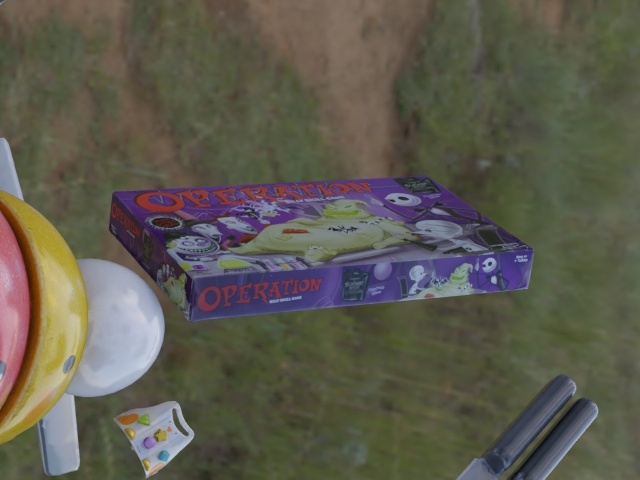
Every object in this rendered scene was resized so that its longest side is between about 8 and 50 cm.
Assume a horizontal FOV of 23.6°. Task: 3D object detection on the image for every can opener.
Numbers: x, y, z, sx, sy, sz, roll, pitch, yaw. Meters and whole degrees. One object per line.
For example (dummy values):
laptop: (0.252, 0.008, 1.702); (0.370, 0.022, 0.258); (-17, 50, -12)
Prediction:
can opener: (0.207, 0.264, 1.739); (0.283, 0.076, 0.095); (-40, 175, -38)

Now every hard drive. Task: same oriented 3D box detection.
hard drive: (-0.314, 0.071, 1.641); (0.203, 0.040, 0.307); (99, -25, -56)

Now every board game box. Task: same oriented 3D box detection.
board game box: (0.000, 0.000, 1.437); (0.347, 0.208, 0.056); (-5, 110, -27)

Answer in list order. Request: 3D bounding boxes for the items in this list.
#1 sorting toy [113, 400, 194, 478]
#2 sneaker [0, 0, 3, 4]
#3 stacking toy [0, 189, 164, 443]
sorting toy: (-0.193, 0.231, 1.835); (0.075, 0.045, 0.083); (-30, 96, -19)
sneaker: (-0.440, -0.348, 1.338); (0.447, 0.257, 0.169); (32, 54, -32)
stacking toy: (-0.290, 0.051, 1.152); (0.480, 0.350, 0.350); (5, 96, -52)
